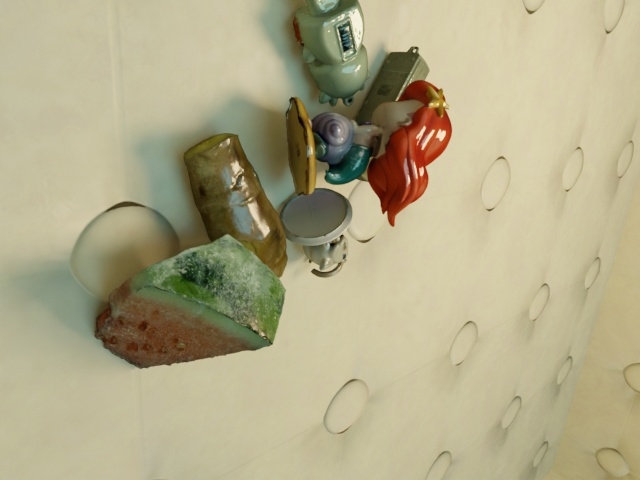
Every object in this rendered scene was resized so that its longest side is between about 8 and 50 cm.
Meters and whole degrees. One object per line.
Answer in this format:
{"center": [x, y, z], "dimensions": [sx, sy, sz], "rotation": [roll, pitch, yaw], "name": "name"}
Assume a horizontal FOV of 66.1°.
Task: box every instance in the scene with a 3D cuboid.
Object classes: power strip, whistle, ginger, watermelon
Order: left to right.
{"center": [-0.206, 0.103, 0.697], "dimensions": [0.193, 0.256, 0.140], "rotation": [43, 33, -25], "name": "watermelon"}
{"center": [-0.120, -0.037, 0.740], "dimensions": [0.116, 0.109, 0.263], "rotation": [-37, 129, -24], "name": "ginger"}
{"center": [0.015, -0.315, 0.753], "dimensions": [0.102, 0.106, 0.253], "rotation": [-59, 146, -30], "name": "whistle"}
{"center": [0.110, -0.225, 0.898], "dimensions": [0.052, 0.078, 0.272], "rotation": [30, 86, -47], "name": "power strip"}

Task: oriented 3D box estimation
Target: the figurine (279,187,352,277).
{"center": [0.000, 0.000, 0.881], "dimensions": [0.132, 0.132, 0.154], "rotation": [-43, 145, -22], "name": "figurine"}

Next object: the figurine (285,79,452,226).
{"center": [0.086, -0.141, 0.779], "dimensions": [0.257, 0.208, 0.181], "rotation": [-8, 143, -10], "name": "figurine"}
